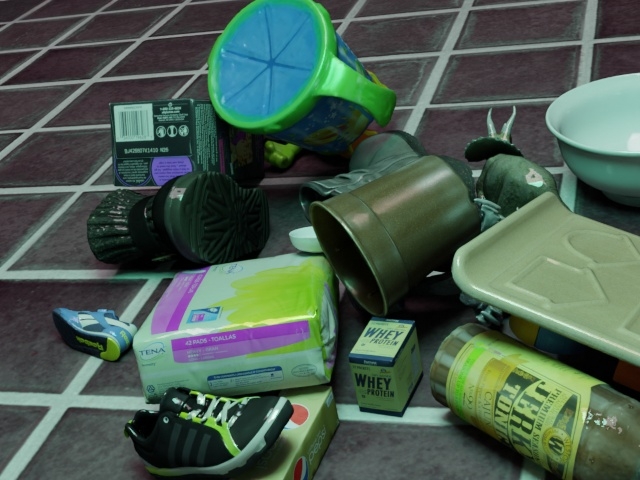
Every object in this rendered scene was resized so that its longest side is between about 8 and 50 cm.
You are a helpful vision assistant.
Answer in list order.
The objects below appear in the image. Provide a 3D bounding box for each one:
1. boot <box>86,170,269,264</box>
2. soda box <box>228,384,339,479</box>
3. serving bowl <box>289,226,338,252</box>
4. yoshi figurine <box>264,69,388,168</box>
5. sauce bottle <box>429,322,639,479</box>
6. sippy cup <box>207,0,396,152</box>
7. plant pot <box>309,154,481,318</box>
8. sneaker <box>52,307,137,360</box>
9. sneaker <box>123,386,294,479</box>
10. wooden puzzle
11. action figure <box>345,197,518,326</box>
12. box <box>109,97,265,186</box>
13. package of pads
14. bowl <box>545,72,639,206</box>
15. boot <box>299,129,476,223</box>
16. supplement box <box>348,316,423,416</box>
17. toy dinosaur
[{"bbox_3d":[-0.245,-0.028,1.459,0.260,0.131,0.348,1,-4,14],"label":"boot"},{"bbox_3d":[-0.040,0.237,1.074,0.061,0.058,0.181,2,31,23],"label":"soda box"},{"bbox_3d":[0.000,0.000,1.314,0.083,0.027,0.083,-5,12,1],"label":"serving bowl"},{"bbox_3d":[-0.060,-0.253,1.820,0.362,0.203,0.203,13,44,42],"label":"yoshi figurine"},{"bbox_3d":[0.262,0.189,0.992,0.111,0.111,0.344,-29,32,-28],"label":"sauce bottle"},{"bbox_3d":[-0.027,-0.254,1.593,0.240,0.224,0.305,-39,57,18],"label":"sippy cup"},{"bbox_3d":[0.099,-0.016,1.212,0.165,0.167,0.167,-32,33,-14],"label":"plant pot"},{"bbox_3d":[-0.323,0.126,1.384,0.144,0.053,0.059,19,41,29],"label":"sneaker"},{"bbox_3d":[-0.135,0.202,1.050,0.235,0.097,0.084,-26,19,36],"label":"sneaker"},{"bbox_3d":[0.352,0.077,1.093,0.348,0.080,0.322,27,29,24],"label":"wooden puzzle"},{"bbox_3d":[0.184,0.039,1.291,0.285,0.099,0.185,-10,45,18],"label":"action figure"},{"bbox_3d":[-0.224,-0.172,1.683,0.165,0.143,0.270,1,6,21],"label":"box"},{"bbox_3d":[-0.090,0.099,1.230,0.229,0.101,0.296,-9,14,4],"label":"package of pads"},{"bbox_3d":[0.497,-0.142,1.470,0.298,0.134,0.298,-10,29,5],"label":"bowl"},{"bbox_3d":[0.062,-0.089,1.487,0.223,0.118,0.338,-13,15,-21],"label":"boot"},{"bbox_3d":[0.080,0.150,1.157,0.056,0.083,0.083,3,32,25],"label":"supplement box"},{"bbox_3d":[0.281,-0.062,1.381,0.121,0.160,0.313,-16,28,-6],"label":"toy dinosaur"}]
